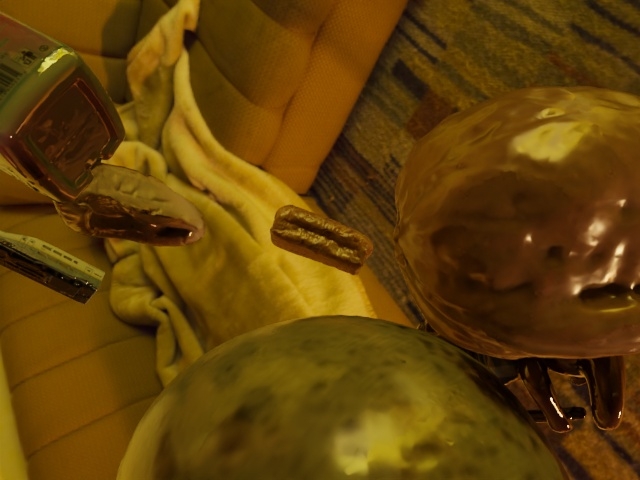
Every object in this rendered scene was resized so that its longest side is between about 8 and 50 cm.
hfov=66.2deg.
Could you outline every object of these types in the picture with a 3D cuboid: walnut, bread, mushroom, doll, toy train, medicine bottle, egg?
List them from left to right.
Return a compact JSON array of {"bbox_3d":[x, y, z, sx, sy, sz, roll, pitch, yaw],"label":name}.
[{"bbox_3d":[-0.266,-0.121,0.386,0.187,0.094,0.119,29,162,7],"label":"medicine bottle"},{"bbox_3d":[-0.471,0.024,0.789,0.052,0.233,0.051,-44,27,26],"label":"toy train"},{"bbox_3d":[-0.238,-0.037,0.595,0.094,0.209,0.072,-31,66,25],"label":"mushroom"},{"bbox_3d":[0.000,0.000,1.001,0.114,0.210,0.083,106,-173,-71],"label":"bread"},{"bbox_3d":[0.001,0.238,0.434,0.427,0.345,0.345,1,97,33],"label":"egg"},{"bbox_3d":[0.337,0.192,0.834,0.339,0.209,0.318,-7,64,19],"label":"doll"},{"bbox_3d":[0.277,-0.017,0.624,0.383,0.383,0.384,10,103,49],"label":"walnut"}]
